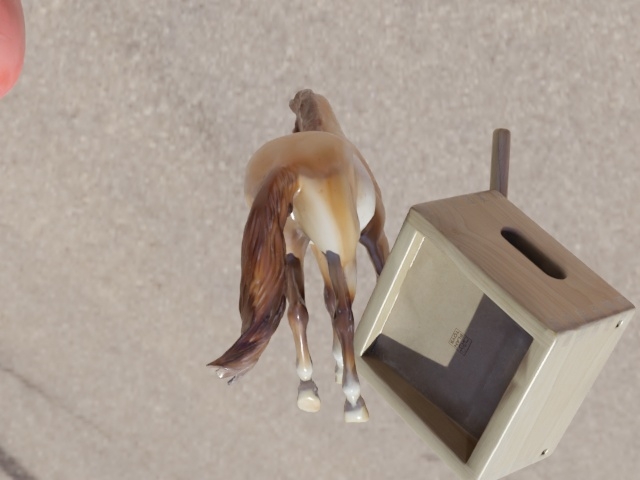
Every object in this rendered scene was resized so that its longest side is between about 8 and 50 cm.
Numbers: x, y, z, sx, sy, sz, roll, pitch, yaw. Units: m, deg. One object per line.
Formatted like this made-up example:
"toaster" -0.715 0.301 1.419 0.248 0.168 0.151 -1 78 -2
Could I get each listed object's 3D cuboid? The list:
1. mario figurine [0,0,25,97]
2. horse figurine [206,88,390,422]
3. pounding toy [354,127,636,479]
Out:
"mario figurine" -0.263 -0.066 0.474 0.320 0.198 0.170 4 129 14
"horse figurine" 0.000 0.000 0.693 0.066 0.263 0.175 -10 94 13
"pounding toy" 0.093 0.032 0.703 0.100 0.141 0.130 -11 135 -42
